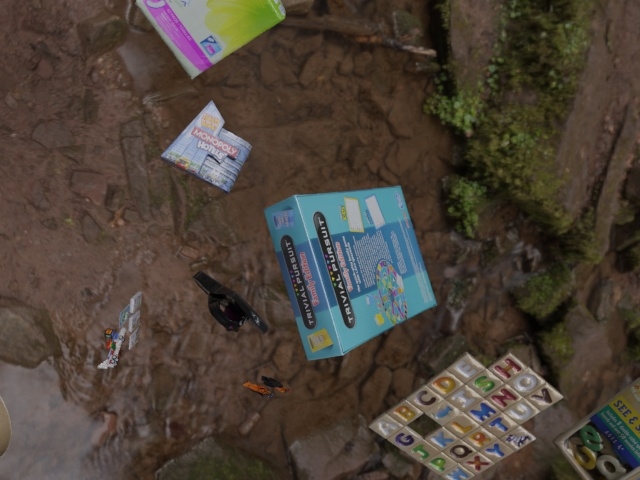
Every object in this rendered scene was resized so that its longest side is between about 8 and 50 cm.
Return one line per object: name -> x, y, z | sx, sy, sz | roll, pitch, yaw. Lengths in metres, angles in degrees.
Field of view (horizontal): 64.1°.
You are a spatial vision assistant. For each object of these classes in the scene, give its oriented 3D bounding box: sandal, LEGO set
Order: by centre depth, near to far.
LEGO set -> -0.631, 0.283, 1.607 | 0.060, 0.244, 0.183 | 9, 104, -2
sandal -> -0.317, 0.230, 1.704 | 0.107, 0.445, 0.168 | -46, 125, -18

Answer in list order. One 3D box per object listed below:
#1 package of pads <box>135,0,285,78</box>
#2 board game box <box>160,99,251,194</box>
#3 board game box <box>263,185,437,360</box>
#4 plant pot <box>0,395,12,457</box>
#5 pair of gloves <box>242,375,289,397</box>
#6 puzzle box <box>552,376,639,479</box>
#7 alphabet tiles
package of pads -> -0.264, -0.570, 1.233 | 0.296, 0.101, 0.229 | -26, 123, 17
board game box -> -0.283, -0.251, 1.334 | 0.194, 0.060, 0.194 | 26, 81, -14
board game box -> 0.070, 0.039, 0.923 | 0.336, 0.079, 0.254 | -11, 83, -52
plant pot -> -0.996, 0.501, 1.344 | 0.190, 0.284, 0.284 | -31, 117, -7
pair of gloves -> -0.114, 0.310, 1.087 | 0.083, 0.074, 0.010 | 1, 103, -56
puzzle box -> 0.543, 0.372, 0.664 | 0.052, 0.409, 0.272 | -7, 139, -38
alphabet tiles -> 0.222, 0.261, 0.751 | 0.198, 0.009, 0.237 | 38, 115, -16
